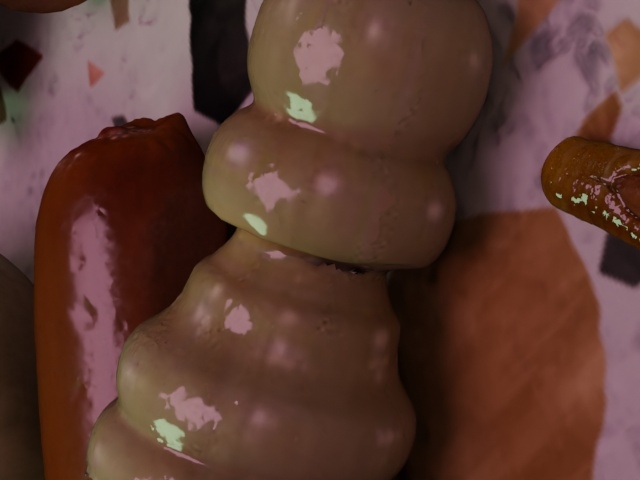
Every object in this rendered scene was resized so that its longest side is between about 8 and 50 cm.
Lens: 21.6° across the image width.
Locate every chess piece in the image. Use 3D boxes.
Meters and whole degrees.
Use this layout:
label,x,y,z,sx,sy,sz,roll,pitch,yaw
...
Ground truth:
label,x,y,z,sx,sy,sz,roll,pitch,yaw
chess piece,0.000,0.000,0.735,0.143,0.143,0.260,27,103,45

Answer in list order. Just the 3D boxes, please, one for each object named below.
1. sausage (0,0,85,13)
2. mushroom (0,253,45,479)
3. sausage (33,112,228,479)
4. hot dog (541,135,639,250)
label,x,y,z,sx,sy,sz,roll,pitch,yaw
sausage,-0.170,-0.263,0.929,0.113,0.114,0.259,-27,71,45
mushroom,-0.267,0.120,0.949,0.254,0.234,0.260,-6,86,53
sausage,-0.093,0.109,0.855,0.097,0.094,0.348,-5,87,53
hot dog,0.138,-0.011,0.643,0.137,0.028,0.044,33,107,45
